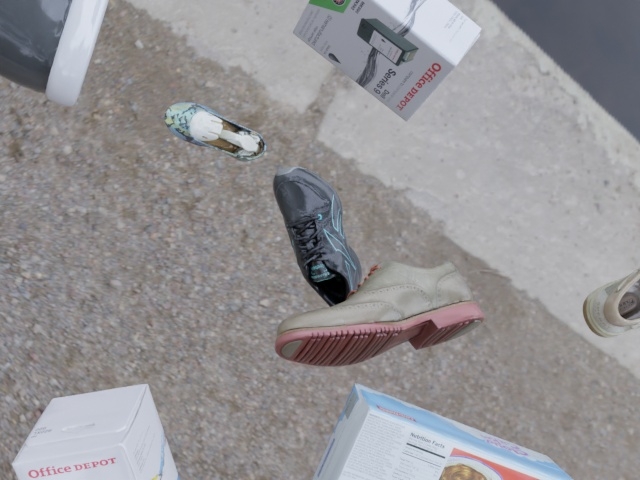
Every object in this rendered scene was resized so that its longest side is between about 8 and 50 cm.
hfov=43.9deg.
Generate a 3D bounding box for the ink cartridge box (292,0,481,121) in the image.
[{"bbox_3d":[0.121,-0.392,1.484,0.289,0.211,0.122,37,61,-3],"label":"ink cartridge box"}]

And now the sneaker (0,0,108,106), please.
[{"bbox_3d":[-0.167,-0.235,0.427,0.146,0.104,0.296,15,90,-21],"label":"sneaker"}]

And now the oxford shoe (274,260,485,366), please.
[{"bbox_3d":[0.078,0.103,1.195,0.348,0.123,0.130,-4,62,-31],"label":"oxford shoe"}]

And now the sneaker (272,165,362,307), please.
[{"bbox_3d":[0.000,0.000,1.306,0.267,0.101,0.106,61,21,-27],"label":"sneaker"}]

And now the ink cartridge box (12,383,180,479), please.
[{"bbox_3d":[-0.331,0.371,1.229,0.171,0.168,0.233,-11,111,5],"label":"ink cartridge box"}]

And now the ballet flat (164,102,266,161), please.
[{"bbox_3d":[-0.164,-0.178,1.302,0.188,0.070,0.070,15,83,-42],"label":"ballet flat"}]

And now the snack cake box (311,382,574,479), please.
[{"bbox_3d":[0.134,0.285,0.906,0.264,0.089,0.152,23,94,-11],"label":"snack cake box"}]

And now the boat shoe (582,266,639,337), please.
[{"bbox_3d":[0.559,0.061,1.249,0.302,0.098,0.109,-24,82,-15],"label":"boat shoe"}]
